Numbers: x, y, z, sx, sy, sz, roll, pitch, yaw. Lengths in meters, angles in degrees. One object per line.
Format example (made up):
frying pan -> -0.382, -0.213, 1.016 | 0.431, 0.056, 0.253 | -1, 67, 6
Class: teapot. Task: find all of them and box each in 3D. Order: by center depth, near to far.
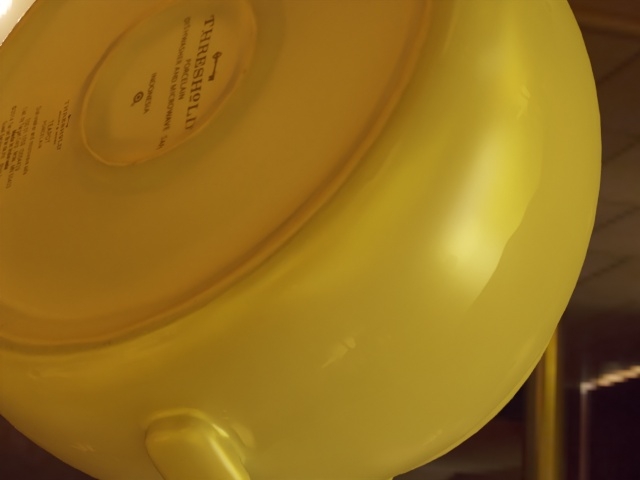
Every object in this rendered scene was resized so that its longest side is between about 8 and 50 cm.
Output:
teapot -> 0.000, 0.000, 0.509 | 0.252, 0.256, 0.187 | 32, 169, 48
